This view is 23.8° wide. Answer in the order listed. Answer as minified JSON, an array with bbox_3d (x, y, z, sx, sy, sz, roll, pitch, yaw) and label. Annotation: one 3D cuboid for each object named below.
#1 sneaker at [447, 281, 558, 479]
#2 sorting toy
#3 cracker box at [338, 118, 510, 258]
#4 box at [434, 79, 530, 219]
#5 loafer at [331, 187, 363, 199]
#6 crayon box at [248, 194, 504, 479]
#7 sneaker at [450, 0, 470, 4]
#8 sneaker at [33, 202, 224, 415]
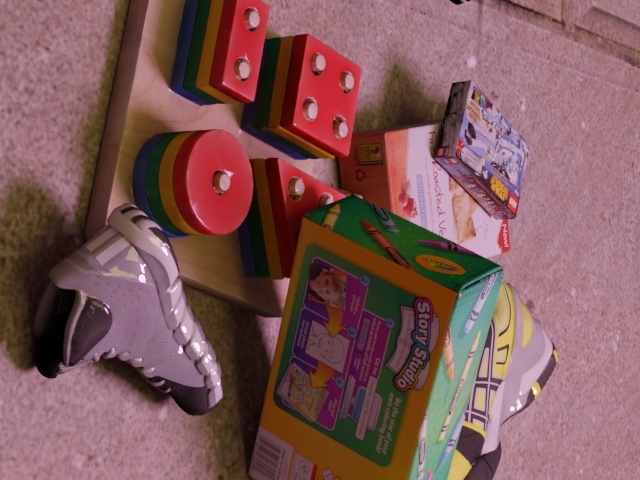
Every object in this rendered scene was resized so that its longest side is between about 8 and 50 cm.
[{"bbox_3d":[0.113,0.168,1.568,0.147,0.145,0.385,58,37,-16],"label":"sneaker"},{"bbox_3d":[-0.067,-0.084,1.348,0.257,0.089,0.255,27,68,-50],"label":"sorting toy"},{"bbox_3d":[0.114,-0.047,1.611,0.232,0.067,0.156,-15,101,-54],"label":"cracker box"},{"bbox_3d":[0.174,-0.094,1.614,0.137,0.027,0.094,41,54,-44],"label":"box"},{"bbox_3d":[0.000,0.000,1.487,0.045,0.039,0.125,95,21,-56],"label":"loafer"},{"bbox_3d":[0.044,0.121,1.346,0.081,0.165,0.278,-21,131,-51],"label":"crayon box"},{"bbox_3d":[0.160,-0.301,1.704,0.162,0.063,0.073,-1,107,-49],"label":"sneaker"},{"bbox_3d":[-0.167,0.085,1.234,0.132,0.086,0.229,-36,134,-21],"label":"sneaker"}]
